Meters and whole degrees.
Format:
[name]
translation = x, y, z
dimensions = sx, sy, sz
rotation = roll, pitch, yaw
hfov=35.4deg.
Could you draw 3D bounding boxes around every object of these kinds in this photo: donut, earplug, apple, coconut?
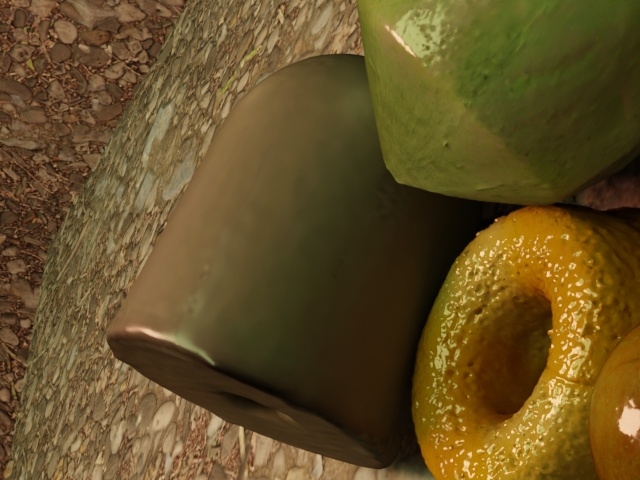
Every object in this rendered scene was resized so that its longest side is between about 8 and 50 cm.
[donut]
translation = 0.184, 0.100, 0.854
dimensions = 0.303, 0.110, 0.303
rotation = -45, 35, 44
[earplug]
translation = 0.000, 0.000, 1.053
dimensions = 0.312, 0.312, 0.394
rotation = -12, 51, 63
[apple]
translation = 0.255, 0.119, 0.645
dimensions = 0.163, 0.146, 0.147
rotation = -36, 36, 55
[coconut]
translation = 0.174, -0.170, 0.862
dimensions = 0.328, 0.281, 0.328
rotation = -40, 25, 23
